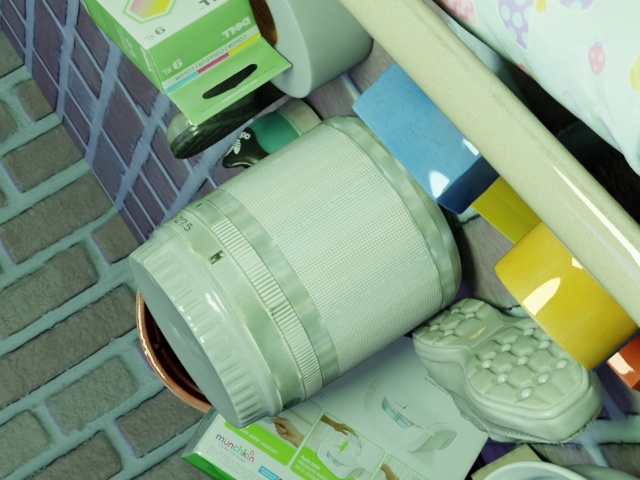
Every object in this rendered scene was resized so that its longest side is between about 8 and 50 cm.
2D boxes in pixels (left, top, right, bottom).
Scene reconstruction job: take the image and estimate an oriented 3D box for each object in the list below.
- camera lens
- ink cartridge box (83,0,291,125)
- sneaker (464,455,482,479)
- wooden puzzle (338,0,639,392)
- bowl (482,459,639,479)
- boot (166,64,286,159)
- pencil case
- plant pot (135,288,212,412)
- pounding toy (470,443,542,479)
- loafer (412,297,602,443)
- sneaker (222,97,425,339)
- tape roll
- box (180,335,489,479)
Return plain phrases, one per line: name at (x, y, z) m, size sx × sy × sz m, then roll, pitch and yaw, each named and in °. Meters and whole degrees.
camera lens at (-0.018, 0.026, 1.462) m, size 0.219 × 0.274 × 0.219 m, roll 52°, pitch 165°, yaw 20°
ink cartridge box at (-0.131, -0.205, 1.392) m, size 0.209 × 0.109 × 0.062 m, roll 46°, pitch 163°, yaw 39°
sneaker at (0.146, 0.335, 1.871) m, size 0.148 × 0.131 × 0.350 m, roll 51°, pitch 165°, yaw 43°
wooden puzzle at (0.145, -0.013, 1.012) m, size 0.322 × 0.080 × 0.348 m, roll 51°, pitch -173°, yaw 26°
bowl at (0.265, 0.319, 1.333) m, size 0.298 × 0.134 × 0.298 m, roll 27°, pitch 124°, yaw 48°
boot at (-0.117, -0.185, 1.501) m, size 0.083 × 0.246 × 0.161 m, roll -31°, pitch 97°, yaw 32°
pencil case at (0.144, -0.146, 0.873) m, size 0.273 × 0.113 × 0.124 m, roll 47°, pitch 168°, yaw 39°
plant pot at (-0.095, 0.095, 1.963) m, size 0.272 × 0.272 × 0.265 m, roll 57°, pitch 174°, yaw 3°
pounding toy at (0.244, 0.296, 1.572) m, size 0.130 × 0.100 × 0.141 m, roll 62°, pitch 176°, yaw -16°
loafer at (0.180, 0.131, 1.385) m, size 0.111 × 0.112 × 0.319 m, roll 56°, pitch 175°, yaw -14°
sneaker at (0.000, 0.000, 1.663) m, size 0.302 × 0.121 × 0.108 m, roll 59°, pitch 165°, yaw -10°
tape roll at (-0.043, -0.242, 1.389) m, size 0.219 × 0.072 × 0.219 m, roll 53°, pitch 166°, yaw 20°
box at (0.024, 0.205, 1.626) m, size 0.262 × 0.231 × 0.127 m, roll 33°, pitch 163°, yaw -6°
